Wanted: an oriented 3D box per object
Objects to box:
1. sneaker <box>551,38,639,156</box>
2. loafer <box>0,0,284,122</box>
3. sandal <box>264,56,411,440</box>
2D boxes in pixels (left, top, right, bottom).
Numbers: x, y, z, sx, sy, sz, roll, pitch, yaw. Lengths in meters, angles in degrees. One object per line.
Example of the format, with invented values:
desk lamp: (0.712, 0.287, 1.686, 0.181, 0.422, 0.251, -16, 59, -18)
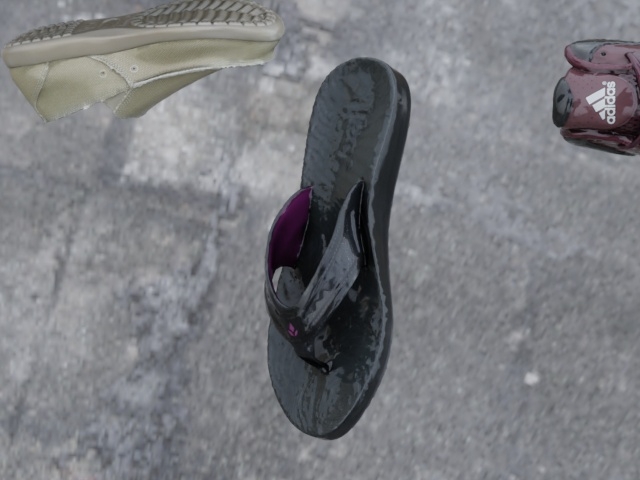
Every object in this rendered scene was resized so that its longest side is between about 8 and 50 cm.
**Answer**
sneaker: (0.228, -0.067, 0.850, 0.162, 0.106, 0.281, 4, 10, -11)
loafer: (-0.159, -0.164, 1.312, 0.268, 0.092, 0.102, -4, 24, 14)
sandal: (-0.002, -0.001, 1.594, 0.107, 0.167, 0.446, 22, 68, -44)
